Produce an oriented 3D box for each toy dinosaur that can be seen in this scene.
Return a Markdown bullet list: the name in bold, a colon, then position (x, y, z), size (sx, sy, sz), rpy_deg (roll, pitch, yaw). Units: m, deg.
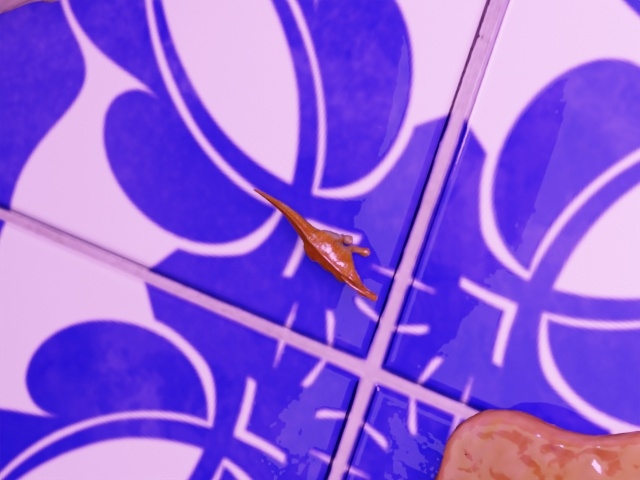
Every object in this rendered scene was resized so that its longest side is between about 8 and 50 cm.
- **toy dinosaur**: position (0.002, 0.001, 1.286), size (0.113, 0.041, 0.026), rpy_deg (47, 112, 20)

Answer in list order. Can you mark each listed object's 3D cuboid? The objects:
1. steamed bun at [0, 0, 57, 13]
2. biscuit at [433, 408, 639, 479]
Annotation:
- **steamed bun**: position (-0.230, -0.321, 1.276), size (0.352, 0.247, 0.339), rpy_deg (52, 126, 22)
- **biscuit**: position (0.172, 0.298, 1.205), size (0.385, 0.062, 0.365), rpy_deg (35, 102, 19)
